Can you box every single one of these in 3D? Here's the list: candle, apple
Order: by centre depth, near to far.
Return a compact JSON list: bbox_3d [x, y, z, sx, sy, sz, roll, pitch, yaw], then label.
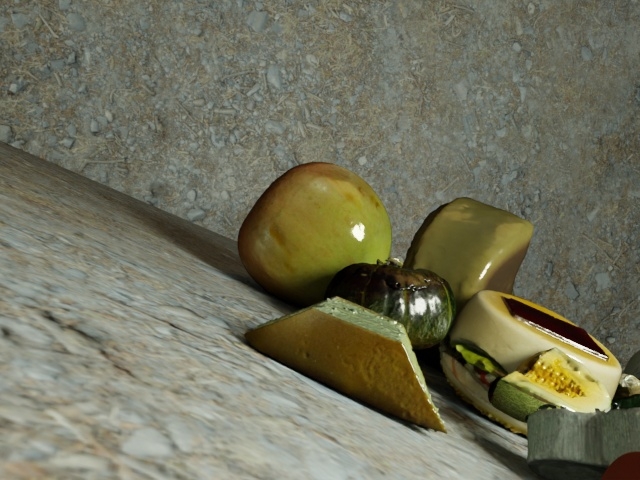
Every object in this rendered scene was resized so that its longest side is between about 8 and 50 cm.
[{"bbox_3d":[0.332,0.236,0.532,0.169,0.068,0.192,37,-35,-24],"label":"candle"},{"bbox_3d":[0.000,0.000,1.132,0.305,0.338,0.338,39,2,11],"label":"apple"}]

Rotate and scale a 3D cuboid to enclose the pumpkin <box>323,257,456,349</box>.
[{"bbox_3d":[0.119,0.110,0.884,0.238,0.159,0.238,-3,-5,0],"label":"pumpkin"}]

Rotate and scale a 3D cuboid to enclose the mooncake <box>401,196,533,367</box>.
[{"bbox_3d":[0.345,0.111,1.162,0.246,0.393,0.393,22,-3,38],"label":"mooncake"}]

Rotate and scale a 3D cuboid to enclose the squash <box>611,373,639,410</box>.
[{"bbox_3d":[0.568,0.310,0.826,0.218,0.172,0.218,0,-17,0],"label":"squash"}]

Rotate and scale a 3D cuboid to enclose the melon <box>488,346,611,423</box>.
[{"bbox_3d":[0.296,0.207,0.643,0.160,0.079,0.128,-5,23,-42],"label":"melon"}]

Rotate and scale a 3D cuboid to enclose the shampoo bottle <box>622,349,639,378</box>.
[{"bbox_3d":[0.921,0.402,1.202,0.323,0.322,0.317,24,21,-1],"label":"shampoo bottle"}]

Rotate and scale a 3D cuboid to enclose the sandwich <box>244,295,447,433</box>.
[{"bbox_3d":[0.036,0.130,0.584,0.258,0.096,0.094,21,4,13],"label":"sandwich"}]

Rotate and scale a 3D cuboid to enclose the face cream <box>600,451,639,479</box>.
[{"bbox_3d":[0.354,0.263,0.410,0.214,0.095,0.096,24,-1,1],"label":"face cream"}]

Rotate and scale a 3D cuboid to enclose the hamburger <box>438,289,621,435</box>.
[{"bbox_3d":[0.350,0.210,0.856,0.302,0.170,0.302,21,15,-6],"label":"hamburger"}]
